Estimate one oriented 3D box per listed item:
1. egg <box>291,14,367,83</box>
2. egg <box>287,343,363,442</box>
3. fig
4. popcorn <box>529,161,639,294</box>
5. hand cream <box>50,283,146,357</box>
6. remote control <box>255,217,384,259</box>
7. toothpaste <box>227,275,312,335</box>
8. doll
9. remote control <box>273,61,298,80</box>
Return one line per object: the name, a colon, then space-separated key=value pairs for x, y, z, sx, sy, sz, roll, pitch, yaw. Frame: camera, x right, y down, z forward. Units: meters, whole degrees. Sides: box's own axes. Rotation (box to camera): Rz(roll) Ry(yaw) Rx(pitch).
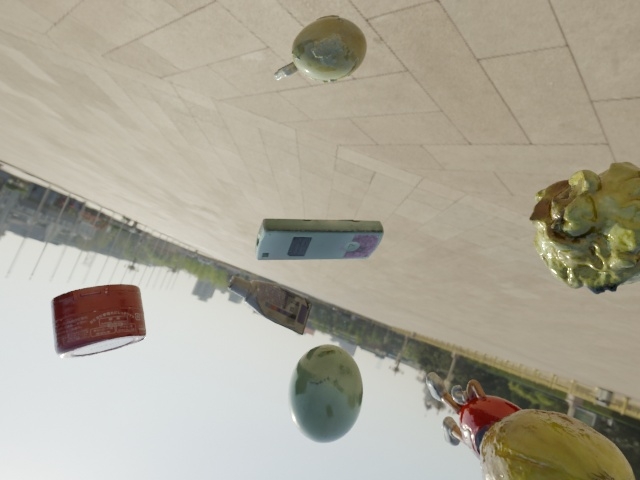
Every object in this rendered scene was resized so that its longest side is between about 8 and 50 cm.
egg: x=0.023 y=-0.507 z=1.160 sx=0.201 sy=0.164 sz=0.164 roll=-11 pitch=171 yaw=0
egg: x=0.013 y=0.411 z=1.175 sx=0.202 sy=0.283 sz=0.203 roll=5 pitch=-156 yaw=-2
fig: x=0.273 y=0.263 z=0.463 sx=0.159 sy=0.159 sz=0.257 roll=20 pitch=163 yaw=5
popcorn: x=0.556 y=-0.028 z=0.885 sx=0.252 sy=0.215 sz=0.286 roll=37 pitch=150 yaw=9
hand cream: x=-0.583 y=0.214 z=1.158 sx=0.230 sy=0.150 sz=0.230 roll=-16 pitch=163 yaw=-5
remote control: x=0.000 y=-0.001 z=1.189 sx=0.343 sy=0.050 sz=0.145 roll=0 pitch=144 yaw=-20
toothpaste: x=-0.145 y=0.178 z=1.294 sx=0.282 sy=0.099 sz=0.068 roll=31 pitch=-178 yaw=-29
doll: x=0.269 y=0.312 z=0.701 sx=0.085 sy=0.183 sz=0.217 roll=-27 pitch=-164 yaw=-30
remote control: x=-0.103 y=-0.542 z=1.390 sx=0.032 sy=0.074 sz=0.122 roll=60 pitch=165 yaw=-22
